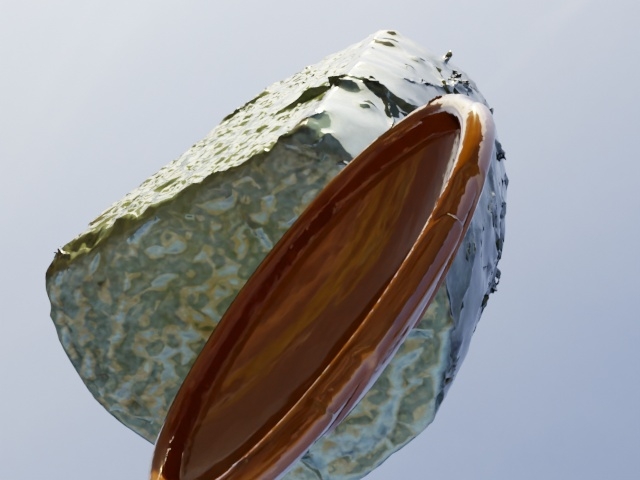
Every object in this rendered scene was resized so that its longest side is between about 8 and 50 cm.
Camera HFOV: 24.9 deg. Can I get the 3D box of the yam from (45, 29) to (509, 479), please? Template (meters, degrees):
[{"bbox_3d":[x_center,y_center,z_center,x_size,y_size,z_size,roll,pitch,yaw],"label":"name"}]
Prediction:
[{"bbox_3d":[0.005,0.003,0.814,0.202,0.201,0.271,-25,-161,22],"label":"yam"}]

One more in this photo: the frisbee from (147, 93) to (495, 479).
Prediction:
[{"bbox_3d":[0.005,0.029,0.533,0.192,0.035,0.192,-48,-167,15],"label":"frisbee"}]
